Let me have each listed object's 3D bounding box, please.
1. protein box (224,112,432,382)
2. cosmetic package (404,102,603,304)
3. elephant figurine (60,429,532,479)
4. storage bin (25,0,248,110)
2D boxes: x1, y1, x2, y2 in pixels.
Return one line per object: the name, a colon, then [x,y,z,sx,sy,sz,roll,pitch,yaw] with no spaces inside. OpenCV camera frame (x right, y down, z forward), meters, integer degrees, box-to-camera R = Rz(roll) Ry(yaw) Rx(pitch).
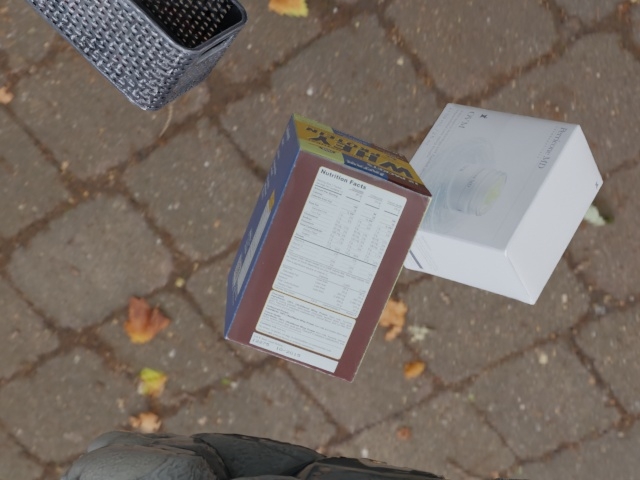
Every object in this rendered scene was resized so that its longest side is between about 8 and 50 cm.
protein box: [0.000,0.000,1.147,0.136,0.200,0.201,20,103,-9]
cosmetic package: [0.240,-0.058,1.597,0.225,0.224,0.138,16,154,38]
elephant figurine: [-0.034,0.199,0.419,0.186,0.169,0.239,5,85,31]
storage bin: [-0.172,-0.220,1.032,0.180,0.122,0.084,44,128,0]
